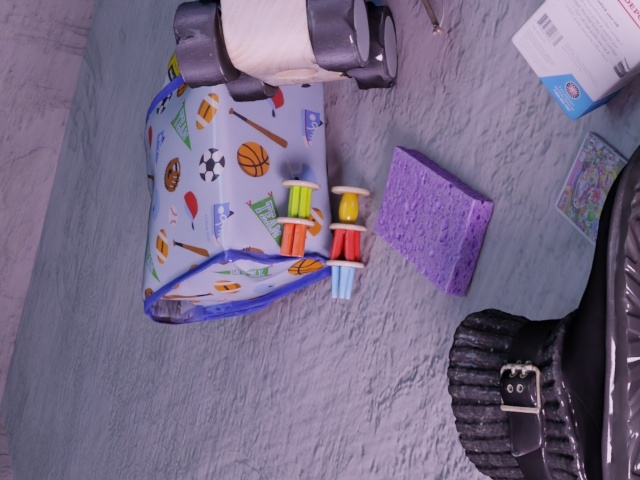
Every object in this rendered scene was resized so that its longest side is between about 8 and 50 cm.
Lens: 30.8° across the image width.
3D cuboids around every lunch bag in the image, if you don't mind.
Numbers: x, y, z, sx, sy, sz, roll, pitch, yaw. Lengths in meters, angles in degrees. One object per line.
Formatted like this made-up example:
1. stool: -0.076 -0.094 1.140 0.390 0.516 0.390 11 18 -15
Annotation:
1. lunch bag: -0.149 -0.064 1.748 0.385 0.239 0.327 -28 60 52

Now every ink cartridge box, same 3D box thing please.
1. ink cartridge box: 0.269 -0.204 1.059 0.104 0.060 0.180 57 142 10

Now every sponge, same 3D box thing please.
1. sponge: 0.129 -0.027 1.385 0.210 0.031 0.117 44 123 59

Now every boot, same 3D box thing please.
1. boot: 0.231 0.071 1.028 0.260 0.131 0.347 12 95 65

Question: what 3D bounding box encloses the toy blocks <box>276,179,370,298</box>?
1. toy blocks: 0.000 0.000 1.543 0.054 0.123 0.148 160 116 -79

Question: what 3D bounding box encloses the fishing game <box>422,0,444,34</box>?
1. fishing game: 0.173 -0.384 1.376 0.189 0.041 0.264 -105 34 -45

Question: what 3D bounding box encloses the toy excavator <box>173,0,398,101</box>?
1. toy excavator: -0.023 -0.410 1.522 0.433 0.223 0.444 1 -94 -74

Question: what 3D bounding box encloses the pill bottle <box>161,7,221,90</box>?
1. pill bottle: -0.201 -0.312 2.054 0.208 0.119 0.119 -47 43 52

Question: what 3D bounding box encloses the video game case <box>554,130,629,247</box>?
1. video game case: 0.272 -0.040 1.111 0.122 0.011 0.087 57 134 53
